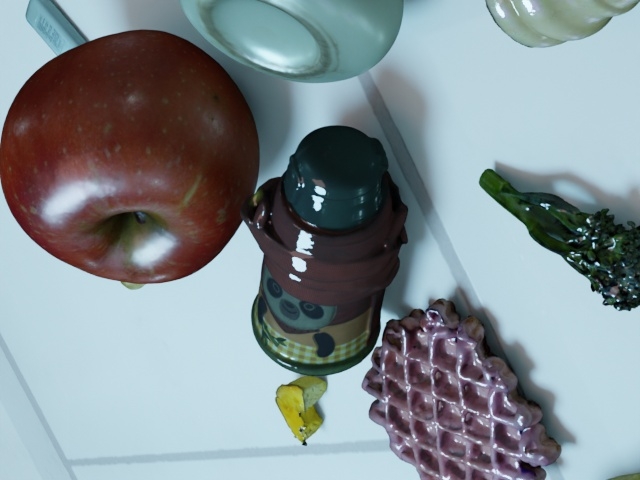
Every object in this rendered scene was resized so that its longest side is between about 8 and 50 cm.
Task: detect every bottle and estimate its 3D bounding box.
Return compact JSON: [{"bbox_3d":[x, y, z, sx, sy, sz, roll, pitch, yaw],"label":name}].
[{"bbox_3d":[0.000,0.000,1.808,0.271,0.156,0.143,97,162,-49],"label":"bottle"}]

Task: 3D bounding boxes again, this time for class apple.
[{"bbox_3d":[-0.184,-0.083,1.894,0.260,0.216,0.260,1,142,1],"label":"apple"}]

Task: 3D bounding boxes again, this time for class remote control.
[{"bbox_3d":[-0.284,-0.221,2.107,0.124,0.018,0.053,49,144,12],"label":"remote control"}]

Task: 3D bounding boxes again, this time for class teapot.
[{"bbox_3d":[-0.067,-0.263,1.617,0.318,0.149,0.220,37,152,-26],"label":"teapot"}]

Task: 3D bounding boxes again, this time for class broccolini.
[{"bbox_3d":[0.203,-0.001,1.628,0.202,0.068,0.091,24,153,41],"label":"broccolini"}]

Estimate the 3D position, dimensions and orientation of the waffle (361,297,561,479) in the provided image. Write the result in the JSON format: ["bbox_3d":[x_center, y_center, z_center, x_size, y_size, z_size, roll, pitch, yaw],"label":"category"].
[{"bbox_3d":[0.129,0.171,1.871,0.221,0.055,0.234,55,147,4],"label":"waffle"}]

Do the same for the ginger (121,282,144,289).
[{"bbox_3d":[-0.225,-0.024,2.140,0.115,0.081,0.205,61,155,19],"label":"ginger"}]

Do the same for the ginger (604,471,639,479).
[{"bbox_3d":[0.305,0.309,1.704,0.275,0.130,0.221,22,144,39],"label":"ginger"}]

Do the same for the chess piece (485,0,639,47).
[{"bbox_3d":[0.286,-0.210,1.315,0.397,0.117,0.117,-2,115,51],"label":"chess piece"}]

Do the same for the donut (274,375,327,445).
[{"bbox_3d":[-0.014,0.183,2.079,0.067,0.038,0.083,-3,119,50],"label":"donut"}]
